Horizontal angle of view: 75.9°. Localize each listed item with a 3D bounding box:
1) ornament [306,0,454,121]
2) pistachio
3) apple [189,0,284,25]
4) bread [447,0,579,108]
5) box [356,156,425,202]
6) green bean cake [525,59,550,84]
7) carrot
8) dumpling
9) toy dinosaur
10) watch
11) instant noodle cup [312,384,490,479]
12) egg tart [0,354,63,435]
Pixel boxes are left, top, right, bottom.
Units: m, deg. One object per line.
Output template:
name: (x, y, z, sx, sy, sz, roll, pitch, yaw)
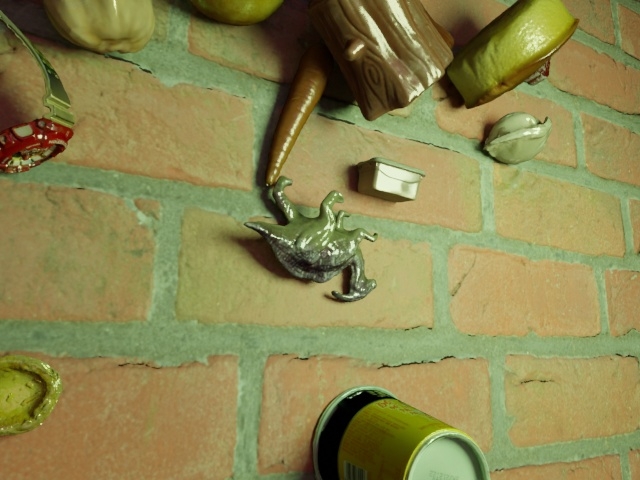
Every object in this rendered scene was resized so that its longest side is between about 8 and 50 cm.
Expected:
ornament: (0.102, -0.375, 0.743, 0.235, 0.221, 0.218, -43, 118, -6)
pistachio: (-0.333, -0.382, 0.607, 0.157, 0.157, 0.230, -13, 74, -27)
apple: (-0.141, -0.494, 0.686, 0.236, 0.207, 0.237, 6, 75, -25)
bread: (0.415, -0.417, 0.910, 0.148, 0.269, 0.270, 47, 65, -10)
box: (0.136, -0.117, 0.816, 0.121, 0.089, 0.062, 11, 87, -23)
green bean cake: (0.557, -0.504, 1.103, 0.135, 0.056, 0.135, 18, 75, -22)
carrot: (-0.041, -0.249, 0.774, 0.069, 0.069, 0.337, 25, 76, -19)
dumpling: (0.481, -0.250, 0.979, 0.199, 0.136, 0.119, -21, 83, -37)
toy dinosaur: (0.005, 0.000, 0.735, 0.293, 0.077, 0.162, 27, 70, -19)
watch: (-0.453, -0.220, 0.538, 0.164, 0.102, 0.268, -40, 99, -4)
instant noodle cup: (0.122, 0.349, 0.639, 0.215, 0.236, 0.216, 5, 77, -22)
egg tart: (-0.394, 0.197, 0.530, 0.104, 0.039, 0.105, 5, 79, -24)
